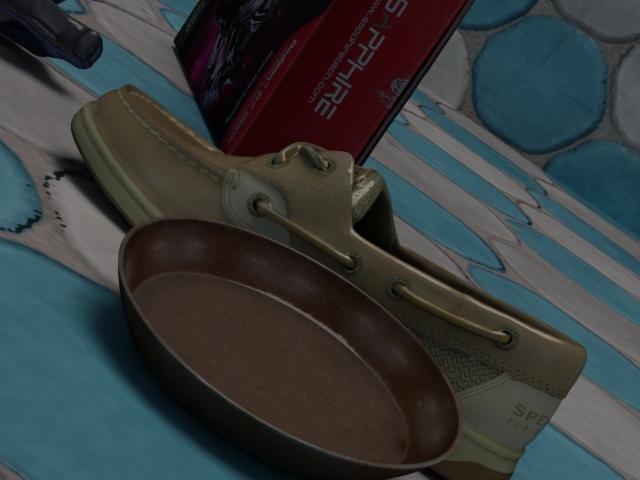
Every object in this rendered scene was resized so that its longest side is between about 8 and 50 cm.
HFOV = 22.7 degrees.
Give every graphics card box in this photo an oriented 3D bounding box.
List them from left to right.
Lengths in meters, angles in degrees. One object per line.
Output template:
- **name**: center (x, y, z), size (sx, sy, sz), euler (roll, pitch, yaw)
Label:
- **graphics card box**: center (-0.003, -0.187, 1.259), size (0.094, 0.232, 0.371), euler (30, 13, -19)

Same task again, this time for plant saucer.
- **plant saucer**: center (-0.017, 0.050, 0.689), size (0.168, 0.029, 0.168), euler (26, 22, -11)

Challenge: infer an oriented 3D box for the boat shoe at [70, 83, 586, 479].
- **boat shoe**: center (0.000, 0.000, 0.822), size (0.302, 0.098, 0.109), euler (39, 12, 21)

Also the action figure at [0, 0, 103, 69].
- **action figure**: center (-0.257, -0.268, 1.033), size (0.341, 0.178, 0.330), euler (34, 1, -15)
